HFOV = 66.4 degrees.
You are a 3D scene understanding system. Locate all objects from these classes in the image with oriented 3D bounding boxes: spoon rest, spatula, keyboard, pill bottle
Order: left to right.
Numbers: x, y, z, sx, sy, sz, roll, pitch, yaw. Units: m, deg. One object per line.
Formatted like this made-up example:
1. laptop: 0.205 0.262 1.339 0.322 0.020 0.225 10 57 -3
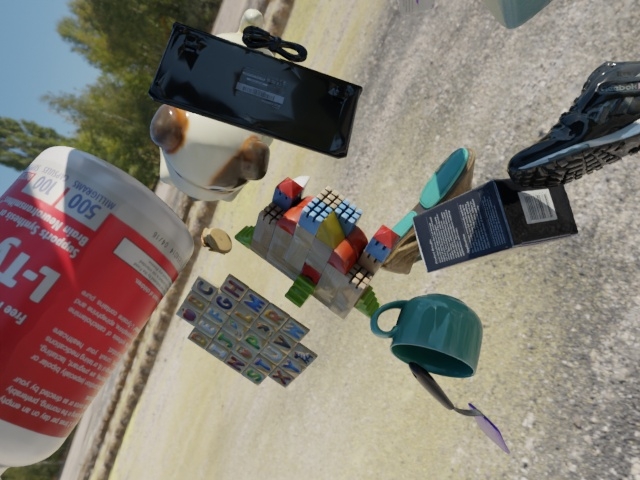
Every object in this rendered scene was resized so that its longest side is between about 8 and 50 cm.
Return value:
1. pill bottle: -0.353 0.106 0.583 0.407 0.229 0.229 -61 17 -23
2. keyboard: -0.052 -0.144 0.447 0.023 0.180 0.108 135 150 -70
3. spoon rest: -0.092 -0.112 1.491 0.137 0.084 0.276 -60 11 -22
4. spatula: 0.228 0.273 0.802 0.030 0.296 0.084 -50 31 -1

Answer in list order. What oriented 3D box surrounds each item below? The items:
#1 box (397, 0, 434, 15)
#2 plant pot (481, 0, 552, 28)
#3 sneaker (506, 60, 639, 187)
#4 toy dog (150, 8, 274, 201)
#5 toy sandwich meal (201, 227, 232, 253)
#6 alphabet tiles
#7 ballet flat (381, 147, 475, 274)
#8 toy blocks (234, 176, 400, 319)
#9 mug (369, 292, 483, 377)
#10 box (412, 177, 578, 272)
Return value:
1. box: 0.152 -0.574 0.908 0.067 0.063 0.323 57 -155 -70
2. plant pot: 0.184 -0.393 0.407 0.247 0.252 0.247 -36 76 21
3. sneaker: 0.386 -0.173 0.680 0.283 0.107 0.124 -23 69 11
4. toy dog: -0.200 -0.249 1.048 0.395 0.285 0.407 -46 26 35
5. toy sandwich meal: -0.263 0.003 1.240 0.029 0.086 0.085 -37 37 32
6. alphabet tiles: -0.186 0.230 1.203 0.285 0.343 0.011 -51 5 37
7. ballet flat: 0.264 -0.050 1.133 0.342 0.124 0.116 -54 20 16
8. toy blocks: 0.000 0.000 1.094 0.191 0.381 0.261 -46 -13 -38
9. mug: 0.171 0.133 0.744 0.129 0.158 0.097 -13 48 50
10. box: 0.283 -0.025 0.823 0.207 0.153 0.108 -31 70 62
